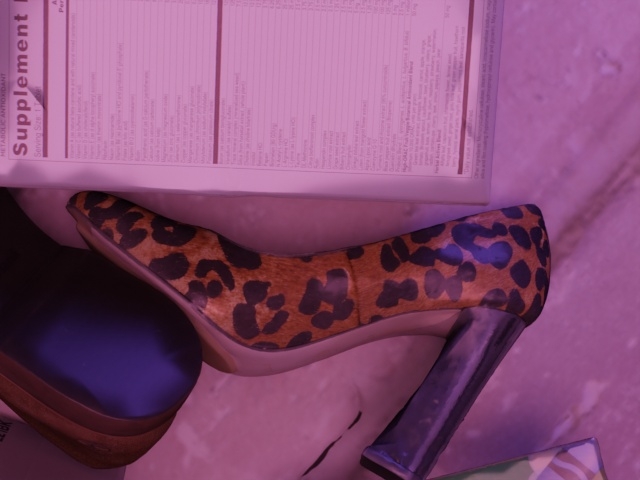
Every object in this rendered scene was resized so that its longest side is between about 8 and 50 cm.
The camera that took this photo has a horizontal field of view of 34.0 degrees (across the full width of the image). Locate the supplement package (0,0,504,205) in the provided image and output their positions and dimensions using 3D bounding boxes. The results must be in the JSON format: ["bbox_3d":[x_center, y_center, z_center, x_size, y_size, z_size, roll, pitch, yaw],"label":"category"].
[{"bbox_3d":[-0.040,-0.097,0.552,0.244,0.134,0.139,3,99,-6],"label":"supplement package"}]

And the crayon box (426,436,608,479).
[{"bbox_3d":[0.099,0.290,0.554,0.203,0.083,0.323,-16,85,6],"label":"crayon box"}]

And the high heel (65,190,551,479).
[{"bbox_3d":[0.000,0.000,0.616,0.261,0.093,0.186,34,72,3],"label":"high heel"}]

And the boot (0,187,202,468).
[{"bbox_3d":[-0.208,0.019,0.575,0.305,0.115,0.112,39,52,6],"label":"boot"}]

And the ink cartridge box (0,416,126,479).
[{"bbox_3d":[-0.196,0.254,0.562,0.114,0.197,0.273,14,98,-8],"label":"ink cartridge box"}]
